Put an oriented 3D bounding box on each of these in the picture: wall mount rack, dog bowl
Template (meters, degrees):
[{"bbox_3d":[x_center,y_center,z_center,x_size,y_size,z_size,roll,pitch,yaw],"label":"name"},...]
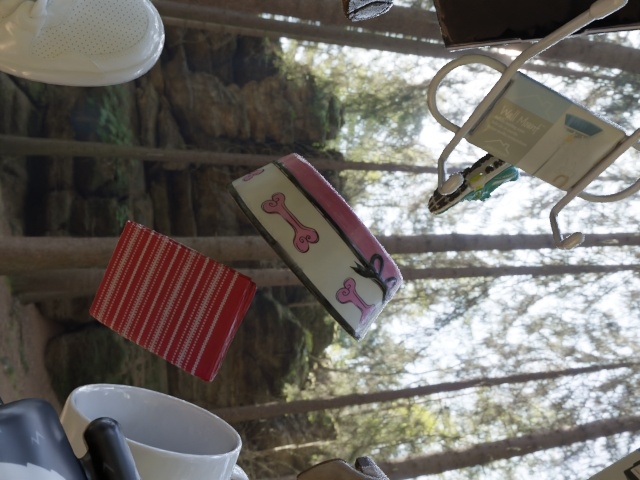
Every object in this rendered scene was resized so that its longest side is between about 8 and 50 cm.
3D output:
[{"bbox_3d":[0.318,-0.139,0.664,0.304,0.350,0.130,-56,-163,42],"label":"wall mount rack"},{"bbox_3d":[0.000,0.000,1.076,0.408,0.150,0.408,49,-1,1],"label":"dog bowl"}]

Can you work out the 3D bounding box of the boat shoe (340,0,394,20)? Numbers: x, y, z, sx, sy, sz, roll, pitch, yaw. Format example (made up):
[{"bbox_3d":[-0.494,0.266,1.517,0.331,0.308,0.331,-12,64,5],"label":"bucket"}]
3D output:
[{"bbox_3d":[0.049,-0.342,0.600,0.257,0.095,0.095,161,-85,-84],"label":"boat shoe"}]

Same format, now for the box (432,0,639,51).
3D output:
[{"bbox_3d":[0.490,-0.537,0.842,0.480,0.472,0.297,23,-42,56],"label":"box"}]

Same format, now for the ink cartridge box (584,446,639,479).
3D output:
[{"bbox_3d":[0.424,0.290,0.643,0.175,0.127,0.072,-42,-140,16],"label":"ink cartridge box"}]

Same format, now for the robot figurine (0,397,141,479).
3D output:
[{"bbox_3d":[-0.270,0.239,0.428,0.278,0.209,0.173,62,0,9],"label":"robot figurine"}]

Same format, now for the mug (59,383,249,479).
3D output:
[{"bbox_3d":[-0.272,0.442,0.853,0.276,0.374,0.327,14,-98,50],"label":"mug"}]

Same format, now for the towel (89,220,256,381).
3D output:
[{"bbox_3d":[-0.265,0.104,0.951,0.198,0.275,0.031,-66,165,3],"label":"towel"}]

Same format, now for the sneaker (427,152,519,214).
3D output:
[{"bbox_3d":[0.433,-0.142,1.524,0.275,0.110,0.107,-30,-145,25],"label":"sneaker"}]

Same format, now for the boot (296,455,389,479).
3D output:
[{"bbox_3d":[0.037,0.323,0.682,0.087,0.119,0.042,-116,-160,-52],"label":"boot"}]

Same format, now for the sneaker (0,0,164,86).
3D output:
[{"bbox_3d":[-0.245,-0.196,0.348,0.169,0.293,0.108,177,-74,-68],"label":"sneaker"}]
